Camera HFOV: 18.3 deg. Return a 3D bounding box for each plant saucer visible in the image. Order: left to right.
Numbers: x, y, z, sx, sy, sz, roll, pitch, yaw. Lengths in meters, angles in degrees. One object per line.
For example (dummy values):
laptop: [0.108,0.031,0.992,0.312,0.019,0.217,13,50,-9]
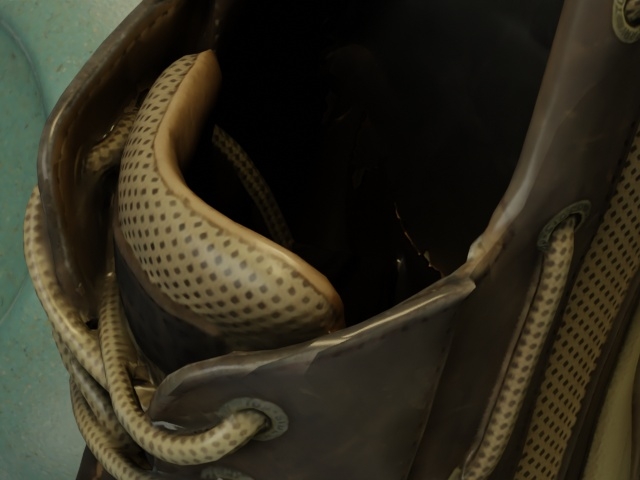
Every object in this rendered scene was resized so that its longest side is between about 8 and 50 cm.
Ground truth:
plant saucer: [-0.093,-0.014,0.550,0.195,0.037,0.195,-6,82,43]

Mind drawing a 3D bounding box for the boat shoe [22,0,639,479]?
boat shoe: [0.000,0.000,0.397,0.132,0.130,0.355,38,111,39]
